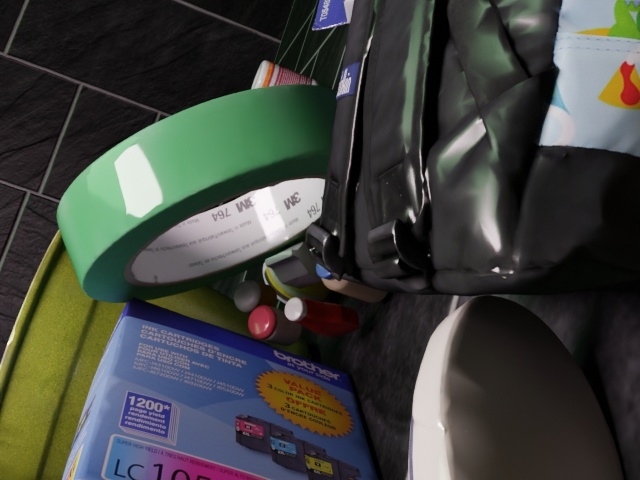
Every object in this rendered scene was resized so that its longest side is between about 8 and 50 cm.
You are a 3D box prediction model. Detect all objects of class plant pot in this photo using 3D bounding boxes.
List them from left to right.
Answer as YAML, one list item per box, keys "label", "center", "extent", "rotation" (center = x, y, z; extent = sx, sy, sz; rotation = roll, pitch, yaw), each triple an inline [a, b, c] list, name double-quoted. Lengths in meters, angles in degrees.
- label: "plant pot"
  center: [-0.213, 0.197, 1.075]
  extent: [0.366, 0.353, 0.366]
  rotation: [-162, 90, -81]

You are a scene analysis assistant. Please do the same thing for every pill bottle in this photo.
- label: "pill bottle"
  center: [-0.059, -0.296, 1.631]
  extent: [0.086, 0.152, 0.086]
  rotation: [-161, 90, -77]
- label: "pill bottle"
  center: [0.000, 0.000, 1.059]
  extent: [0.184, 0.103, 0.103]
  rotation: [122, 162, -44]

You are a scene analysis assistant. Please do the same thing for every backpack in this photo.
- label: "backpack"
  center: [0.134, -0.149, 0.463]
  extent: [0.290, 0.274, 0.355]
  rotation: [165, 104, -75]

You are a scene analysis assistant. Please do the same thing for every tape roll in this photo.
- label: "tape roll"
  center: [-0.099, -0.038, 0.831]
  extent: [0.077, 0.321, 0.321]
  rotation: [66, 153, 13]

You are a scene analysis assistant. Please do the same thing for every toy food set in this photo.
- label: "toy food set"
  center: [-0.019, 0.046, 0.891]
  extent: [0.232, 0.105, 0.111]
  rotation: [-22, 63, 31]

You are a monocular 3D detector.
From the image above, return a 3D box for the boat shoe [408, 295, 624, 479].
- label: "boat shoe"
  center: [0.068, 0.197, 0.414]
  extent: [0.158, 0.127, 0.340]
  rotation: [-49, 24, 41]

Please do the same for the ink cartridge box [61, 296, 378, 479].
- label: "ink cartridge box"
  center: [-0.099, 0.207, 0.784]
  extent: [0.395, 0.270, 0.151]
  rotation: [-112, 45, -71]

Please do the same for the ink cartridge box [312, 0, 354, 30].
- label: "ink cartridge box"
  center: [0.097, -0.375, 1.009]
  extent: [0.224, 0.045, 0.223]
  rotation: [-6, 59, 27]
